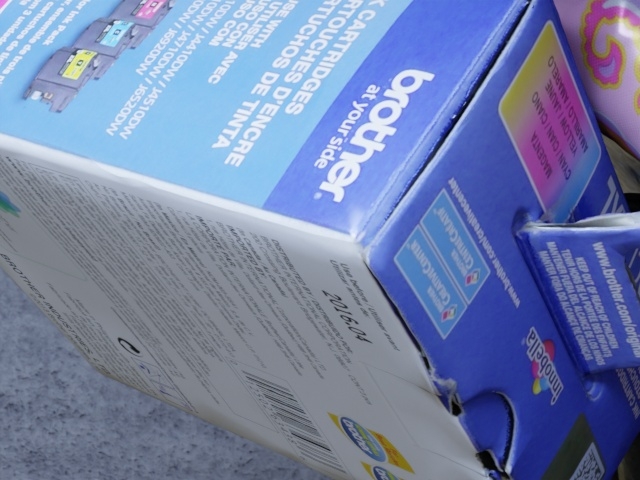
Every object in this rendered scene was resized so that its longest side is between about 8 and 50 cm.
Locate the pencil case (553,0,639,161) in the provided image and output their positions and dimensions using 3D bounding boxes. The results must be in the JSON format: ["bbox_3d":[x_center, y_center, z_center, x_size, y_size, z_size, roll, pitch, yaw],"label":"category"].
[{"bbox_3d":[0.218,-0.029,0.571,0.284,0.124,0.124,46,179,18],"label":"pencil case"}]

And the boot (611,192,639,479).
[{"bbox_3d":[0.272,0.162,0.942,0.367,0.146,0.445,63,-173,-7],"label":"boot"}]

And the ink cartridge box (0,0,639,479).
[{"bbox_3d":[0.000,0.000,0.658,0.395,0.151,0.270,19,154,38],"label":"ink cartridge box"}]
